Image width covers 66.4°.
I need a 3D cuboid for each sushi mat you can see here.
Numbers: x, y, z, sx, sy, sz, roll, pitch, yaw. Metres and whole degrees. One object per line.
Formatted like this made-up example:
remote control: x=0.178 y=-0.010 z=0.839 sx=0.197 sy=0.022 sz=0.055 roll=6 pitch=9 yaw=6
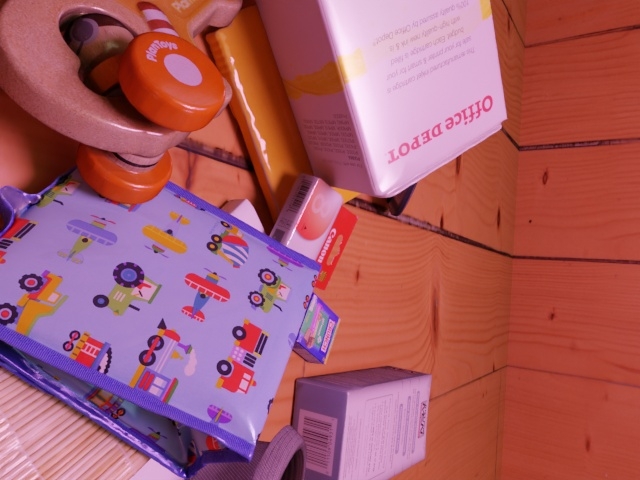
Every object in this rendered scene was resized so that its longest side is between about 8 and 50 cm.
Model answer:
sushi mat: x=-0.240 y=0.178 z=0.404 sx=0.151 sy=0.019 sz=0.316 roll=58 pitch=36 yaw=-4

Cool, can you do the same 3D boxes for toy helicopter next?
toy helicopter: x=-0.182 y=-0.222 z=0.492 sx=0.235 sy=0.140 sz=0.355 roll=37 pitch=41 yaw=-16

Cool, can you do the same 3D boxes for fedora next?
fedora: x=-0.109 y=0.367 z=0.617 sx=0.244 sy=0.124 sz=0.275 roll=22 pitch=78 yaw=-75

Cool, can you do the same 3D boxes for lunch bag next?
lunch bag: x=-0.172 y=0.046 z=0.465 sx=0.293 sy=0.138 sz=0.221 roll=38 pitch=43 yaw=-17

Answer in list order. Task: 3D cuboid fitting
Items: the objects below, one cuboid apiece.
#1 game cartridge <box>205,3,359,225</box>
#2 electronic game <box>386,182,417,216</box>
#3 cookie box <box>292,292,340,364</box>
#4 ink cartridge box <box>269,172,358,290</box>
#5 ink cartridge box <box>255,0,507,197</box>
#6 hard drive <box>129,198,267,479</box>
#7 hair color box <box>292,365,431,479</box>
game cartridge: x=0.001 y=-0.213 z=0.764 sx=0.285 sy=0.053 sz=0.323 roll=-31 pitch=117 yaw=-26
electronic game: x=0.196 y=-0.161 z=1.050 sx=0.229 sy=0.048 sz=0.229 roll=20 pitch=90 yaw=-90
cookie box: x=-0.016 y=0.153 z=0.849 sx=0.107 sy=0.040 sz=0.091 roll=51 pitch=51 yaw=-46
ink cartridge box: x=0.000 y=0.000 z=0.749 sx=0.179 sy=0.045 sz=0.145 roll=31 pitch=83 yaw=-49
ink cartridge box: x=0.082 y=-0.291 z=0.668 sx=0.279 sy=0.160 sz=0.384 roll=-31 pitch=117 yaw=-24
hard drive: x=-0.159 y=0.140 z=0.631 sx=0.353 sy=0.047 sz=0.233 roll=-53 pitch=133 yaw=-41
hair color box: x=0.094 y=0.359 z=0.959 sx=0.374 sy=0.114 sz=0.185 roll=15 pitch=79 yaw=-55
